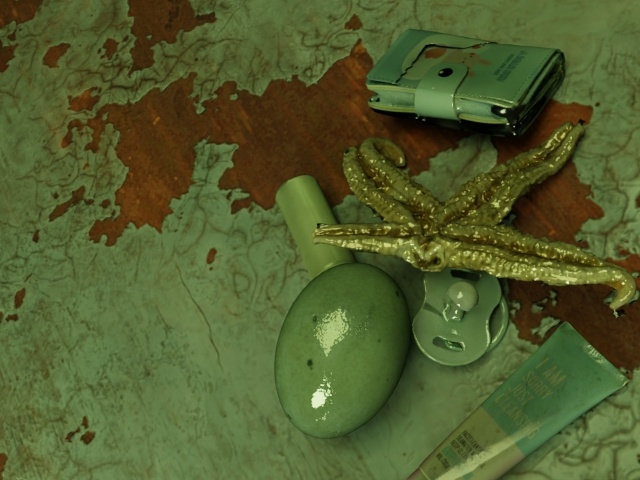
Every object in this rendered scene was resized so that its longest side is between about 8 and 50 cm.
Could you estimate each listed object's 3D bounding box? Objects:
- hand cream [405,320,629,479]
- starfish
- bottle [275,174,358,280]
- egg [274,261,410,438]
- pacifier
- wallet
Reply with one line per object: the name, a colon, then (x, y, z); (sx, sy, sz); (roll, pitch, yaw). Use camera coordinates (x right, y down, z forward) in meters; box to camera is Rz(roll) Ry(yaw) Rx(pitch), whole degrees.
hand cream: (0.225, 0.235, 1.108); (0.312, 0.070, 0.111); (-43, 53, -1)
starfish: (0.209, -0.046, 1.201); (0.432, 0.082, 0.324); (3, 41, 25)
bottle: (0.000, 0.000, 1.325); (0.072, 0.072, 0.201); (-32, 57, 11)
egg: (0.028, 0.144, 1.183); (0.169, 0.169, 0.237); (25, 94, 33)
pacifier: (0.186, 0.087, 1.169); (0.126, 0.116, 0.150); (22, 73, 6)
wallet: (0.206, -0.233, 1.308); (0.250, 0.075, 0.176); (16, 49, 31)
